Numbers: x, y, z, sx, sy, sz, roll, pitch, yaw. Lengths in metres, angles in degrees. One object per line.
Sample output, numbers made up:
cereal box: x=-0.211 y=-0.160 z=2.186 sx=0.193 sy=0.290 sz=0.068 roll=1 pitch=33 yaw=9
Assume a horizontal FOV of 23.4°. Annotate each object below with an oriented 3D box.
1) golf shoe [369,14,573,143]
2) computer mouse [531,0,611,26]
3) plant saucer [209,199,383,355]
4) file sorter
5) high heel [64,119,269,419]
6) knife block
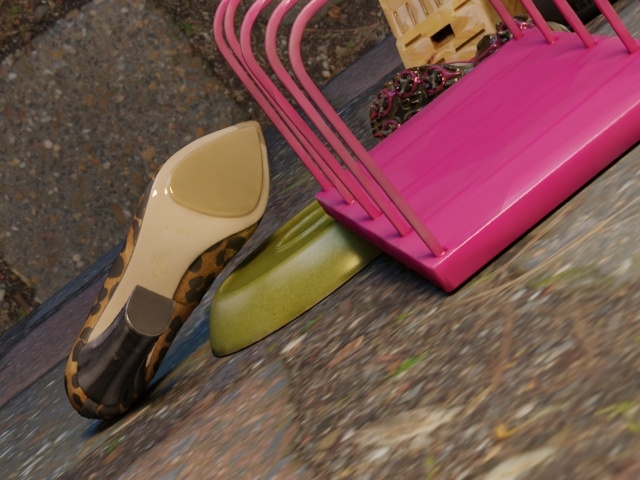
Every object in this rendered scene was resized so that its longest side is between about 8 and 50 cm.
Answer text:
golf shoe: x=0.124 y=-0.115 z=1.225 sx=0.186 sy=0.067 sz=0.086 roll=-22 pitch=-17 yaw=35
computer mouse: x=0.295 y=-0.253 z=1.367 sx=0.242 sy=0.041 sz=0.071 roll=-30 pitch=-4 yaw=18
plant saucer: x=0.000 y=0.000 z=1.207 sx=0.241 sy=0.037 sz=0.241 roll=-36 pitch=8 yaw=6
file sorter: x=0.065 y=-0.124 z=0.975 sx=0.202 sy=0.182 sz=0.290 roll=-39 pitch=16 yaw=-4
high heel: x=-0.130 y=0.023 z=1.277 sx=0.186 sy=0.093 sz=0.261 roll=-52 pitch=9 yaw=50
knife block: x=0.160 y=-0.180 z=1.426 sx=0.088 sy=0.242 sz=0.276 roll=-35 pitch=53 yaw=24
